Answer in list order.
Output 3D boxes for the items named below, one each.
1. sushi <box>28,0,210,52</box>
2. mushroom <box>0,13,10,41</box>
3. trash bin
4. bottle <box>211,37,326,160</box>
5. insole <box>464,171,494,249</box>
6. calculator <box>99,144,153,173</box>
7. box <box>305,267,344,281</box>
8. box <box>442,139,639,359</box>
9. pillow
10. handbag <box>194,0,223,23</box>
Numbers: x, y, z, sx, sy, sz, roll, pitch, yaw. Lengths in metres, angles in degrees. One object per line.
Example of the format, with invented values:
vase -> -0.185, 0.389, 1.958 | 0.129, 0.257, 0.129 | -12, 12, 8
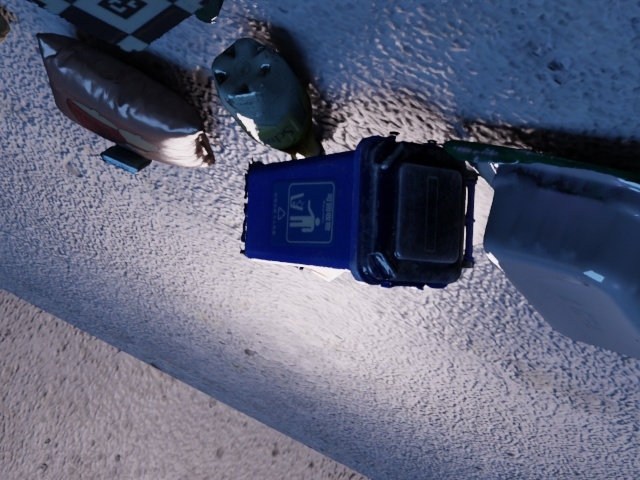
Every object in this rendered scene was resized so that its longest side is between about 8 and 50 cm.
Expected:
sushi -> -0.182, -0.308, 1.021 | 0.359, 0.064, 0.343 | 24, 145, -37
mushroom -> -0.467, -0.311, 1.658 | 0.059, 0.054, 0.202 | 4, 147, 51
trash bin -> 0.041, -0.028, 1.493 | 0.234, 0.163, 0.184 | 0, 176, 44
bottle -> -0.044, -0.138, 1.509 | 0.083, 0.083, 0.270 | 19, 168, 22
insole -> 0.168, -0.024, 1.645 | 0.111, 0.007, 0.328 | 30, 161, -7
calculator -> -0.243, -0.118, 1.782 | 0.057, 0.018, 0.172 | 22, -164, 2
box -> 0.000, 0.001, 1.898 | 0.122, 0.032, 0.220 | 29, 161, -9
box -> 0.289, 0.030, 1.428 | 0.264, 0.106, 0.336 | 16, 162, 39
pillow -> -0.239, -0.165, 1.679 | 0.236, 0.084, 0.223 | 25, 169, 0
handbag -> -0.191, -0.325, 1.201 | 0.247, 0.079, 0.260 | 22, 159, 8
